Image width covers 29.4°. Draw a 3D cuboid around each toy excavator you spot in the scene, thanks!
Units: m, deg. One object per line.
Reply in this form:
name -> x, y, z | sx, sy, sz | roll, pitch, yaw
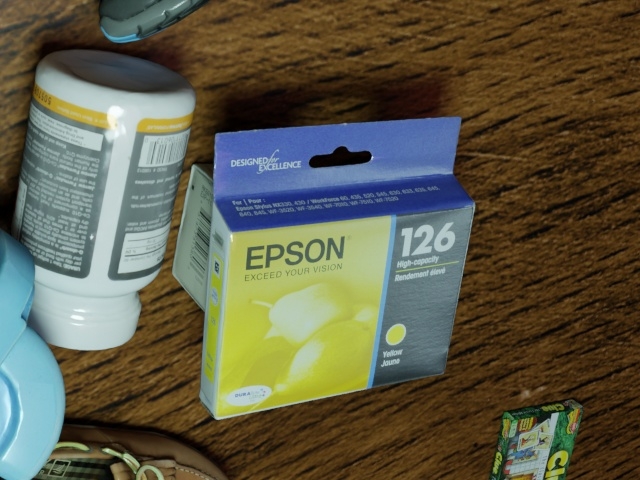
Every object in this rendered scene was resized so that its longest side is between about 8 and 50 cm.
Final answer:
toy excavator -> -0.351, 0.224, 1.175 | 0.445, 0.222, 0.433 | 40, 73, -32

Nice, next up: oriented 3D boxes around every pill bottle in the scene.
pill bottle -> -0.228, -0.041, 1.240 | 0.162, 0.162, 0.278 | 2, 114, -31

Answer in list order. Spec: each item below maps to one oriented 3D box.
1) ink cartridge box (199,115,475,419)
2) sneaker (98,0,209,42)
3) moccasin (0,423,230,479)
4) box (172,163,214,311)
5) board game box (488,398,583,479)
ink cartridge box -> 0.023, 0.027, 1.330 | 0.303, 0.072, 0.307 | -7, 120, -27
sneaker -> -0.104, -0.336, 1.206 | 0.341, 0.125, 0.140 | -43, 101, 0
moccasin -> -0.255, 0.284, 1.407 | 0.380, 0.147, 0.139 | 27, 100, -38
box -> 0.000, 0.000, 1.422 | 0.311, 0.121, 0.148 | -1, 115, -30
board game box -> 0.316, 0.367, 1.866 | 0.136, 0.030, 0.260 | -8, 119, -30
